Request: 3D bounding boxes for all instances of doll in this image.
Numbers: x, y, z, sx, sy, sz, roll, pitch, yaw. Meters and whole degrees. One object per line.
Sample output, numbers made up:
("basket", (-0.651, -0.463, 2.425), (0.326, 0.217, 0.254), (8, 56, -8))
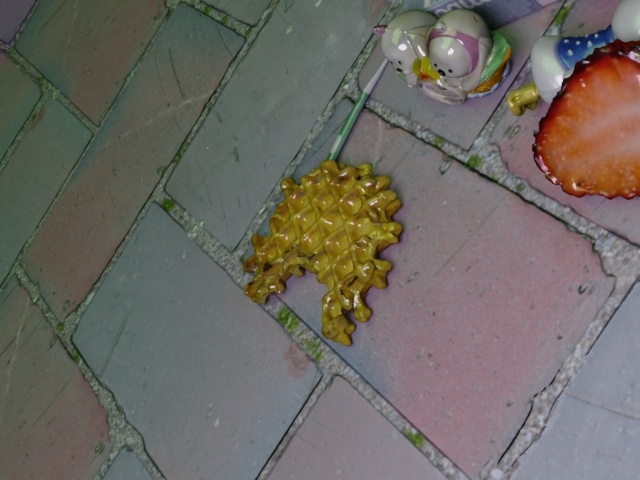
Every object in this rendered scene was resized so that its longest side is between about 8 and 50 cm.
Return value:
("doll", (0.354, -0.235, 1.337), (0.293, 0.119, 0.138), (-32, 5, 37))

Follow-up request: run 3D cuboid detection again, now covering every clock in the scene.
("clock", (0.169, -0.258, 1.525), (0.231, 0.144, 0.103), (8, 76, 49))

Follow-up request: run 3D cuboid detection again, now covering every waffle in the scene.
("waffle", (0.000, 0.000, 1.617), (0.293, 0.069, 0.259), (17, 83, 50))

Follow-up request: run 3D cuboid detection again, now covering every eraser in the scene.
("eraser", (0.223, -0.337, 1.553), (0.213, 0.092, 0.046), (-17, 56, 41))

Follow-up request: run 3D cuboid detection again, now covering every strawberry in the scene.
("strawberry", (0.356, -0.140, 1.273), (0.111, 0.190, 0.236), (-37, 7, -37))

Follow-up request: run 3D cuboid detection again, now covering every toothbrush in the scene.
("toothbrush", (0.061, -0.210, 1.714), (0.018, 0.024, 0.257), (27, 90, 51))
